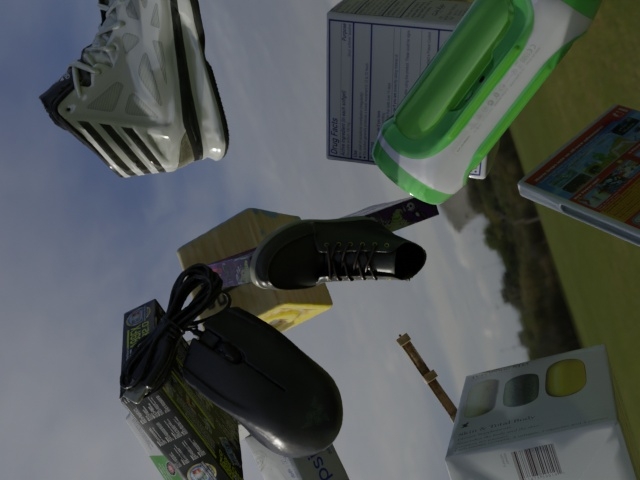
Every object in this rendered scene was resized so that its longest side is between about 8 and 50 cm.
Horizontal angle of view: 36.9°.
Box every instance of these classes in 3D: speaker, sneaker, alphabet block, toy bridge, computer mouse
[{"bbox_3d":[0.186,-0.186,1.105,0.131,0.296,0.131,30,-155,-15],"label":"speaker"},{"bbox_3d":[0.025,0.020,1.225,0.118,0.222,0.083,21,120,48],"label":"sneaker"},{"bbox_3d":[-0.124,0.072,1.822,0.192,0.193,0.197,7,-122,-59],"label":"alphabet block"},{"bbox_3d":[-0.315,-0.304,1.453,0.169,0.258,0.447,-156,49,-68],"label":"sneaker"},{"bbox_3d":[0.197,0.247,1.734,0.188,0.026,0.063,55,178,12],"label":"toy bridge"},{"bbox_3d":[-0.086,0.165,1.150,0.272,0.188,0.072,33,162,-7],"label":"computer mouse"}]

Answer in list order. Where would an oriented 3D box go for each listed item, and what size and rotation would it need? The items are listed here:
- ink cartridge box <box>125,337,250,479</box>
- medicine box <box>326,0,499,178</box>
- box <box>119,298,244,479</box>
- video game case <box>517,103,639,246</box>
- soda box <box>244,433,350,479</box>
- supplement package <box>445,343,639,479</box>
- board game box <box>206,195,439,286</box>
[{"bbox_3d":[-0.248,0.348,1.941,0.117,0.278,0.201,-15,-119,-50],"label":"ink cartridge box"},{"bbox_3d":[0.162,-0.267,1.639,0.149,0.289,0.263,-55,-30,-57],"label":"medicine box"},{"bbox_3d":[-0.207,0.251,1.456,0.270,0.060,0.216,60,-172,-31],"label":"box"},{"bbox_3d":[0.420,-0.075,1.199,0.285,0.204,0.025,31,152,46],"label":"video game case"},{"bbox_3d":[-0.008,0.423,1.580,0.098,0.091,0.286,-26,-90,-48],"label":"soda box"},{"bbox_3d":[0.286,0.278,1.181,0.263,0.199,0.198,-43,-65,-72],"label":"supplement package"},{"bbox_3d":[0.000,0.000,1.585,0.208,0.347,0.056,-21,89,63],"label":"board game box"}]
